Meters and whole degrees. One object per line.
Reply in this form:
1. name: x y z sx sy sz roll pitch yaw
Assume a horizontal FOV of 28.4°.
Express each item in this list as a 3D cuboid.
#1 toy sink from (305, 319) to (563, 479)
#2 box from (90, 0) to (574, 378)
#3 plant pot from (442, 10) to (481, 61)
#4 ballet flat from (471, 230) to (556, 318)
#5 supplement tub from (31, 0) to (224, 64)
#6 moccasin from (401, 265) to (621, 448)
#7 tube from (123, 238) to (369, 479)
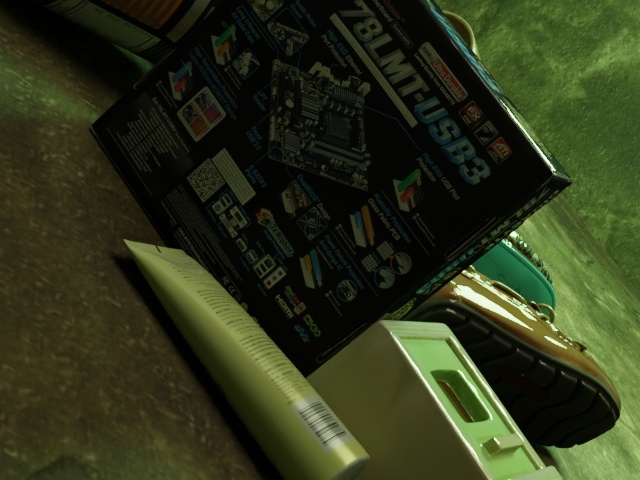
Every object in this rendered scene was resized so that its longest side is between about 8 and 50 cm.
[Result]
1. toy sink: 0.098 0.189 1.004 0.234 0.131 0.153 57 18 19
2. box: 0.000 -0.072 1.030 0.295 0.293 0.073 54 17 15
3. plant pot: 0.145 -0.142 1.731 0.254 0.237 0.237 56 10 -37
4. ballet flat: 0.119 -0.038 1.569 0.483 0.164 0.182 44 -5 -37
5. supplement tub: -0.158 -0.274 1.185 0.316 0.193 0.194 26 28 -35
6. moccasin: 0.214 0.125 1.468 0.380 0.139 0.147 30 34 -29
7. tube: -0.059 0.091 0.956 0.240 0.062 0.070 50 -28 18
